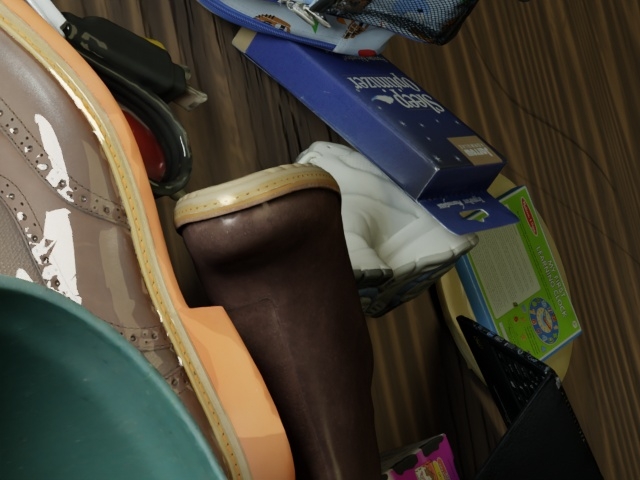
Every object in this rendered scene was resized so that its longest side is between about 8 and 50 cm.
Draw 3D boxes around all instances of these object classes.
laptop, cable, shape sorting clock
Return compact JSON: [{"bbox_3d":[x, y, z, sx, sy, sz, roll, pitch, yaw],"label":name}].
[{"bbox_3d":[0.151,0.213,1.405,0.234,0.136,0.264,65,-12,-20],"label":"laptop"},{"bbox_3d":[-0.172,-0.107,1.105,0.287,0.072,0.139,26,47,-39],"label":"cable"},{"bbox_3d":[0.156,0.039,1.592,0.206,0.040,0.206,21,61,-43],"label":"shape sorting clock"}]

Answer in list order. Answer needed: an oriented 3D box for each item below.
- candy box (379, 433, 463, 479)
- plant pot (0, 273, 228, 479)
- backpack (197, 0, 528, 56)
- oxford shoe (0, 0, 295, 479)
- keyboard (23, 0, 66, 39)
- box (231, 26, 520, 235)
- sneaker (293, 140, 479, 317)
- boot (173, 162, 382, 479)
[{"bbox_3d":[0.038,0.236,1.214,0.233,0.071,0.159,-20,89,-63],"label":"candy box"},{"bbox_3d":[-0.174,0.182,0.733,0.293,0.196,0.293,40,38,-42],"label":"plant pot"},{"bbox_3d":[-0.006,-0.269,1.302,0.263,0.213,0.276,16,49,-29],"label":"backpack"},{"bbox_3d":[-0.156,0.008,0.964,0.132,0.130,0.364,-28,81,-30],"label":"oxford shoe"},{"bbox_3d":[-0.219,-0.201,1.001,0.256,0.014,0.072,52,-16,-1],"label":"keyboard"},{"bbox_3d":[0.052,-0.090,1.380,0.225,0.036,0.136,43,22,17],"label":"box"},{"bbox_3d":[0.000,0.000,1.303,0.129,0.111,0.297,54,24,8],"label":"sneaker"},{"bbox_3d":[-0.005,0.075,1.032,0.248,0.090,0.207,53,21,-76],"label":"boot"}]
